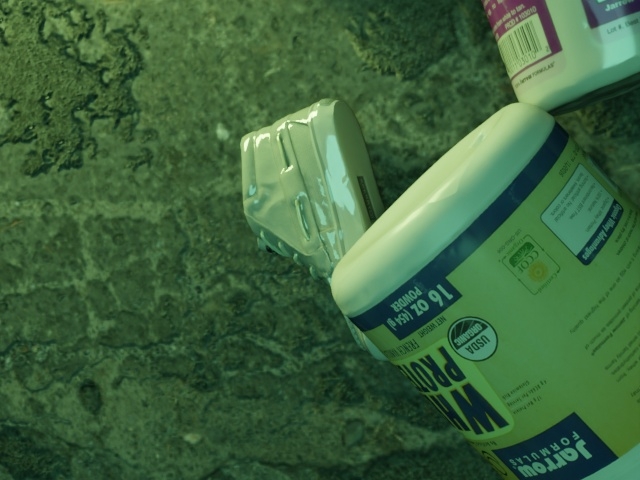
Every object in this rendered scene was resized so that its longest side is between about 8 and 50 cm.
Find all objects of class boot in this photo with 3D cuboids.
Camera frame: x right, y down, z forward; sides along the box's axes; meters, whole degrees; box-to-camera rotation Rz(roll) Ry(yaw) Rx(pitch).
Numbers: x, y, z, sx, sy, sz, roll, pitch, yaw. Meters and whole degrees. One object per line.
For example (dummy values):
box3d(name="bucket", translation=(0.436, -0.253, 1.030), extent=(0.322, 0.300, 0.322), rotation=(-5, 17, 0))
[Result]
box3d(name="boot", translation=(0.000, 0.000, 0.851), extent=(0.123, 0.095, 0.258), rotation=(-17, 82, 26))

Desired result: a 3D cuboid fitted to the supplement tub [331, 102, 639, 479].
box3d(name="supplement tub", translation=(0.188, 0.072, 0.699), extent=(0.228, 0.228, 0.316), rotation=(-44, 92, 16))

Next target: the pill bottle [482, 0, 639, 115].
box3d(name="pill bottle", translation=(0.200, -0.267, 0.716), extent=(0.169, 0.169, 0.302), rotation=(-20, 88, 18))
